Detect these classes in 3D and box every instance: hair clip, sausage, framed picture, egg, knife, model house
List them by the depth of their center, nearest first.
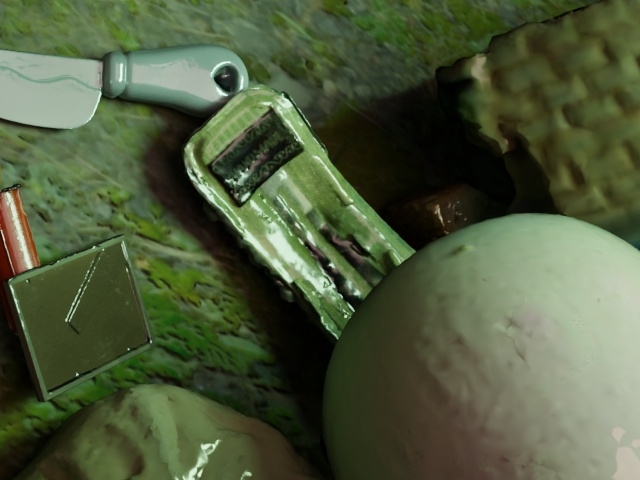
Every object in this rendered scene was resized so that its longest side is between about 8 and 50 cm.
[{"bbox_3d":[0.205,0.200,1.213,0.354,0.340,0.355,-11,125,-17],"label":"egg"},{"bbox_3d":[-0.259,0.026,1.282,0.048,0.050,0.145,-25,100,-77],"label":"sausage"},{"bbox_3d":[-0.207,0.065,1.300,0.149,0.011,0.109,-25,104,-53],"label":"framed picture"},{"bbox_3d":[-0.219,-0.140,1.341,0.331,0.044,0.080,-3,88,-28],"label":"knife"},{"bbox_3d":[-0.001,-0.001,1.434,0.138,0.091,0.321,-42,101,-7],"label":"hair clip"},{"bbox_3d":[0.398,-0.084,1.484,0.400,0.395,0.445,65,26,-3],"label":"model house"}]

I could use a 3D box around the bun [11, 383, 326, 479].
[{"bbox_3d":[-0.120,0.297,1.240,0.359,0.211,0.360,4,83,-34],"label":"bun"}]

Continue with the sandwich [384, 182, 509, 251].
[{"bbox_3d":[0.219,0.045,1.567,0.254,0.099,0.288,-30,99,-31],"label":"sandwich"}]
